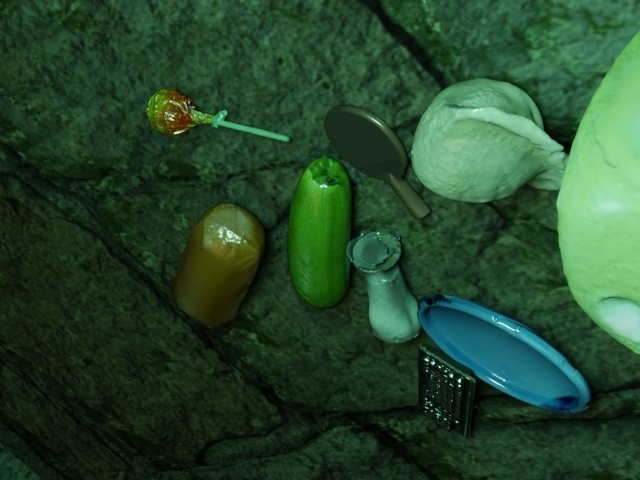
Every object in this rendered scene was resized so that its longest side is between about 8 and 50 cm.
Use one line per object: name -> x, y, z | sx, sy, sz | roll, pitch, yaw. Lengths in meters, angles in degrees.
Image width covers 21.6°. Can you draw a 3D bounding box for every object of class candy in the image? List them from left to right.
candy -> -0.125, -0.142, 2.043 | 0.201, 0.060, 0.060 | 14, 145, 25

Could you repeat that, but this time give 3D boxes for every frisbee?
frisbee -> 0.228, 0.130, 2.047 | 0.242, 0.045, 0.242 | 31, 164, 10

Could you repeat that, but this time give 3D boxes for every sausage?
sausage -> -0.138, 0.036, 2.269 | 0.105, 0.105, 0.274 | 35, 152, 4

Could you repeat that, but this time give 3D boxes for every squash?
squash -> -0.001, 0.002, 2.079 | 0.082, 0.082, 0.292 | 27, 151, 17

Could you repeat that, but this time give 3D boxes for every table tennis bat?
table tennis bat -> 0.042, -0.056, 1.902 | 0.170, 0.119, 0.107 | 49, 150, -20

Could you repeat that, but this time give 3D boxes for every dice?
dice -> 0.364, -0.033, 1.428 | 0.249, 0.252, 0.254 | 21, 148, 29

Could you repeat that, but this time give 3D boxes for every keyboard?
keyboard -> 0.167, 0.204, 2.229 | 0.093, 0.025, 0.230 | 31, 160, 17

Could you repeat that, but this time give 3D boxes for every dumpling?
dumpling -> 0.178, -0.094, 1.694 | 0.166, 0.126, 0.216 | 18, 148, 1

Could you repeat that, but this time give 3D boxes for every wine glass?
wine glass -> 0.083, 0.057, 2.083 | 0.072, 0.072, 0.155 | 20, 149, 29
